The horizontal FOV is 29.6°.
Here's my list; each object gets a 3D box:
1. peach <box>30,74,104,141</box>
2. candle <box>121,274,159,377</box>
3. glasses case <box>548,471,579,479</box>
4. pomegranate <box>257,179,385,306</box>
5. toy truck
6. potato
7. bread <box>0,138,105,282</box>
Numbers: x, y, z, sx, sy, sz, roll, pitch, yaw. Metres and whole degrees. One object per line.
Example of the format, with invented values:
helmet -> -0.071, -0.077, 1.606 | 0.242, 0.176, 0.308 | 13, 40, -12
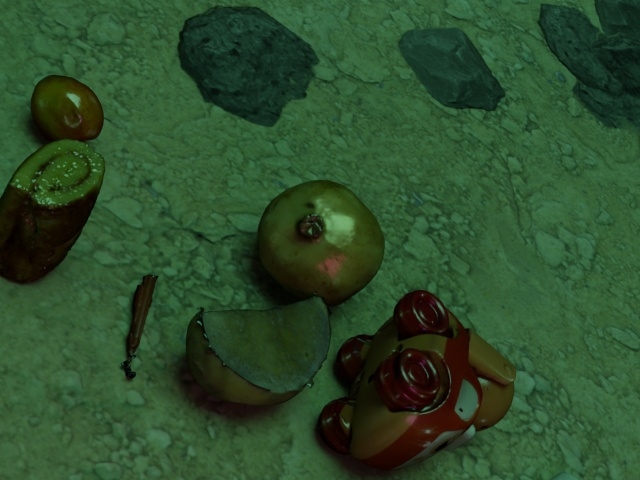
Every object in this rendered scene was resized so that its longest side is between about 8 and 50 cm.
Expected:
peach -> -0.356, -0.185, 1.697 | 0.100, 0.101, 0.101 | 19, 44, -20
candle -> -0.238, 0.110, 1.571 | 0.026, 0.021, 0.167 | 15, 46, -10
glasses case -> 0.312, 0.385, 1.681 | 0.193, 0.049, 0.074 | -23, 68, -44
pomegranate -> 0.000, 0.000, 1.714 | 0.196, 0.196, 0.196 | 19, 44, -20
toy truck -> 0.150, 0.212, 1.632 | 0.239, 0.189, 0.265 | 36, 40, -14
potato -> -0.076, 0.157, 1.585 | 0.243, 0.098, 0.138 | -4, 60, -46
bread -> -0.346, -0.034, 1.511 | 0.103, 0.172, 0.132 | 37, 42, -1
